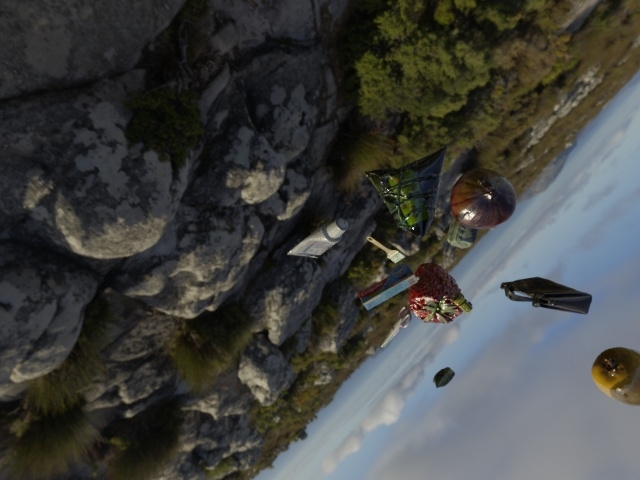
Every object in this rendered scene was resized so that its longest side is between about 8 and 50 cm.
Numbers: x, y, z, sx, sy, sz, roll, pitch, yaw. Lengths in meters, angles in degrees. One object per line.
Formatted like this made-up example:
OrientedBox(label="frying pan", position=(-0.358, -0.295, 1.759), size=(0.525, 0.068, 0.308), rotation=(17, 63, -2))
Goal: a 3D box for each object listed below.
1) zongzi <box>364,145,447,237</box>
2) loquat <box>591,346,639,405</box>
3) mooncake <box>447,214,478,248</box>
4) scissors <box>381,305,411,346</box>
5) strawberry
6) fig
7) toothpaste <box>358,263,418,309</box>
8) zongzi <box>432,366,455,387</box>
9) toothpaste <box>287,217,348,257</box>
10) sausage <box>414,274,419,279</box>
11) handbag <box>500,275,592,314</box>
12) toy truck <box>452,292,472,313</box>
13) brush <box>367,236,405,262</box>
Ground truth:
OrientedBox(label="zongzi", position=(0.447, -0.225, 1.782), size=(0.362, 0.383, 0.319), rotation=(-29, -177, 11))
OrientedBox(label="loquat", position=(1.109, 0.490, 1.463), size=(0.208, 0.208, 0.208), rotation=(-40, 160, -18))
OrientedBox(label="mooncake", position=(0.825, -0.077, 2.318), size=(0.250, 0.136, 0.254), rotation=(13, 91, -82))
OrientedBox(label="scissors", position=(0.269, 0.318, 1.446), size=(0.176, 0.022, 0.085), rotation=(-59, -160, 21))
OrientedBox(label="strawberry", position=(0.571, 0.268, 2.007), size=(0.257, 0.261, 0.261), rotation=(-80, -168, -48))
OrientedBox(label="fig", position=(0.606, -0.152, 1.509), size=(0.235, 0.235, 0.214), rotation=(-48, -159, 3))
OrientedBox(label="toothpaste", position=(0.220, 0.151, 1.343), size=(0.193, 0.070, 0.044), rotation=(-31, 130, 7))
OrientedBox(label="zongzi", position=(0.419, 0.511, 1.437), size=(0.113, 0.052, 0.104), rotation=(-32, 152, -40))
OrientedBox(label="toothpaste", position=(0.002, 0.001, 1.272), size=(0.282, 0.099, 0.068), rotation=(-36, -157, 56))
OrientedBox(label="sausage", position=(0.409, 0.177, 1.932), size=(0.024, 0.132, 0.024), rotation=(5, 84, -56))
OrientedBox(label="handbag", position=(0.963, 0.236, 1.747), size=(0.257, 0.285, 0.113), rotation=(5, 100, -20))
OrientedBox(label="toy truck", position=(0.591, 0.260, 1.685), size=(0.049, 0.083, 0.054), rotation=(-44, -178, 16))
OrientedBox(label="brush", position=(0.312, 0.039, 1.972), size=(0.083, 0.205, 0.011), rotation=(-45, -165, 52))
